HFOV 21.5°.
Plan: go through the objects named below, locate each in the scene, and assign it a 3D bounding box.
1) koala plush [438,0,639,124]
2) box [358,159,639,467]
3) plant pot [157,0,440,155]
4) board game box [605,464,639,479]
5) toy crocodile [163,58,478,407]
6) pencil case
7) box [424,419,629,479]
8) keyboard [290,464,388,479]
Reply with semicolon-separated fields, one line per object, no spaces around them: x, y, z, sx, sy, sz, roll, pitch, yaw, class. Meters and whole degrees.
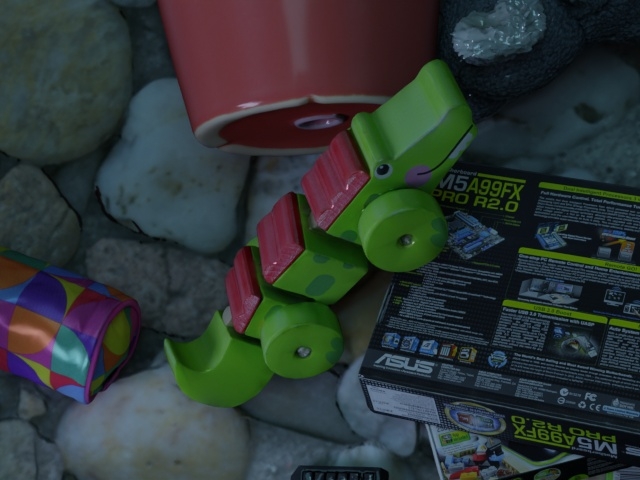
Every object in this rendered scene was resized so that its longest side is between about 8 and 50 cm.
0.185;-0.196;1.378;0.221;0.196;0.203;-43;82;-14;koala plush
0.189;0.054;1.308;0.270;0.060;0.216;9;58;18;box
-0.016;-0.207;1.374;0.275;0.275;0.243;-7;81;4;plant pot
0.273;0.295;1.266;0.124;0.039;0.259;2;68;9;board game box
0.000;0.000;1.298;0.340;0.105;0.115;-49;37;30;toy crocodile
-0.267;0.054;1.383;0.236;0.104;0.104;20;74;15;pencil case
0.185;0.133;1.317;0.207;0.036;0.114;-15;51;0;box
0.024;0.266;1.312;0.108;0.023;0.180;2;71;7;keyboard
